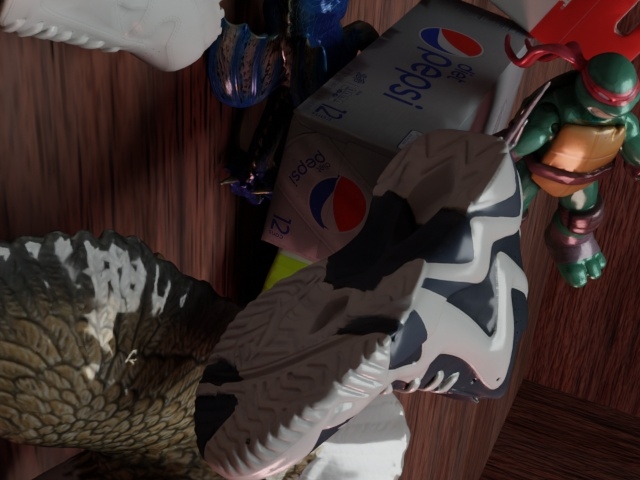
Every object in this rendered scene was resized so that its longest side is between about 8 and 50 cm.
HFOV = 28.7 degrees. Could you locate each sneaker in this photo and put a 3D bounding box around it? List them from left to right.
[{"bbox_3d":[-0.117,-0.128,0.562,0.094,0.090,0.235,-56,158,-8],"label":"sneaker"},{"bbox_3d":[0.041,0.067,0.682,0.235,0.094,0.153,-53,135,-29],"label":"sneaker"}]

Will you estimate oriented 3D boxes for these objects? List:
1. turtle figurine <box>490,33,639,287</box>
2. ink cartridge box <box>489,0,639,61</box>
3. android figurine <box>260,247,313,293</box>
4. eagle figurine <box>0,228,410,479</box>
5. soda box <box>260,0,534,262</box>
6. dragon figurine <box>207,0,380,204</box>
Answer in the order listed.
[{"bbox_3d":[0.167,-0.047,0.821,0.234,0.175,0.118,105,-6,-59],"label":"turtle figurine"},{"bbox_3d":[0.164,-0.238,0.910,0.134,0.231,0.078,-47,-170,35],"label":"ink cartridge box"},{"bbox_3d":[0.000,0.000,1.041,0.248,0.056,0.272,105,5,-75],"label":"android figurine"},{"bbox_3d":[-0.100,0.127,0.683,0.225,0.226,0.298,-52,170,5],"label":"eagle figurine"},{"bbox_3d":[0.064,-0.079,0.862,0.286,0.091,0.098,-48,158,-57],"label":"soda box"},{"bbox_3d":[-0.020,-0.131,0.843,0.289,0.085,0.144,86,27,-55],"label":"dragon figurine"}]
